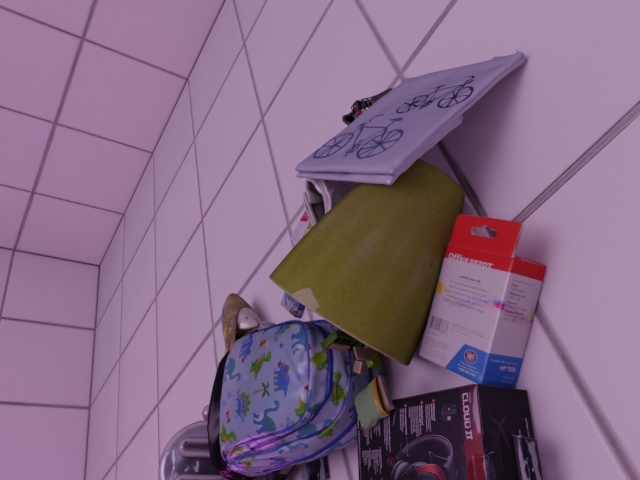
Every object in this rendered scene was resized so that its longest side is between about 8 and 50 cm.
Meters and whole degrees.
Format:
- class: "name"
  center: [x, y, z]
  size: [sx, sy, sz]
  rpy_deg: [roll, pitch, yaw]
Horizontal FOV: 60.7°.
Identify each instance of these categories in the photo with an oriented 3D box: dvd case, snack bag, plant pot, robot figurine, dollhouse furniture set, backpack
- class: "dvd case"
  center: [-0.016, 0.444, 1.141]
  size: [0.087, 0.013, 0.119]
  rpy_deg: [-43, 42, 42]
- class: "snack bag"
  center: [0.146, -0.214, 0.983]
  size: [0.343, 0.037, 0.323]
  rpy_deg: [-42, 24, -19]
- class: "plant pot"
  center: [0.107, 0.011, 0.924]
  size: [0.293, 0.275, 0.275]
  rpy_deg: [-58, 32, -2]
- class: "robot figurine"
  center: [-0.258, 0.529, 1.258]
  size: [0.353, 0.200, 0.299]
  rpy_deg: [106, 170, -62]
- class: "dollhouse furniture set"
  center: [0.056, 0.214, 0.864]
  size: [0.076, 0.059, 0.151]
  rpy_deg: [-50, 40, 34]
- class: "backpack"
  center: [-0.052, 0.287, 1.044]
  size: [0.356, 0.273, 0.289]
  rpy_deg: [-14, 52, 24]

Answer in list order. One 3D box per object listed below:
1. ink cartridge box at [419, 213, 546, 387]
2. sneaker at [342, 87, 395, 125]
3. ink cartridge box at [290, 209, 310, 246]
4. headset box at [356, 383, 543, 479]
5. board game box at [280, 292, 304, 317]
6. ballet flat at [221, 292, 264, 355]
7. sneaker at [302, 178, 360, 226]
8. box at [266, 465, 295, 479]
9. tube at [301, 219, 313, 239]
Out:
- class: "ink cartridge box"
  center: [0.243, 0.085, 0.815]
  size: [0.134, 0.078, 0.230]
  rpy_deg: [16, 91, 59]
- class: "sneaker"
  center: [0.105, -0.289, 1.210]
  size: [0.158, 0.065, 0.061]
  rpy_deg: [-31, 52, 49]
- class: "ink cartridge box"
  center: [0.000, 0.000, 1.257]
  size: [0.109, 0.063, 0.150]
  rpy_deg: [-60, 34, 23]
- class: "headset box"
  center: [0.182, 0.332, 0.775]
  size: [0.293, 0.110, 0.217]
  rpy_deg: [-33, 50, 48]
- class: "board game box"
  center: [-0.060, 0.132, 1.340]
  size: [0.090, 0.020, 0.090]
  rpy_deg: [29, 102, 60]
- class: "ballet flat"
  center: [-0.188, 0.270, 1.401]
  size: [0.123, 0.123, 0.348]
  rpy_deg: [-48, 32, 37]
- class: "sneaker"
  center: [0.050, -0.132, 1.135]
  size: [0.108, 0.169, 0.292]
  rpy_deg: [-37, 46, 48]
- class: "box"
  center: [-0.092, 0.418, 1.239]
  size: [0.136, 0.037, 0.225]
  rpy_deg: [-59, 28, 24]
- class: "tube"
  center: [0.018, -0.061, 1.187]
  size: [0.070, 0.062, 0.240]
  rpy_deg: [-41, 26, 52]
